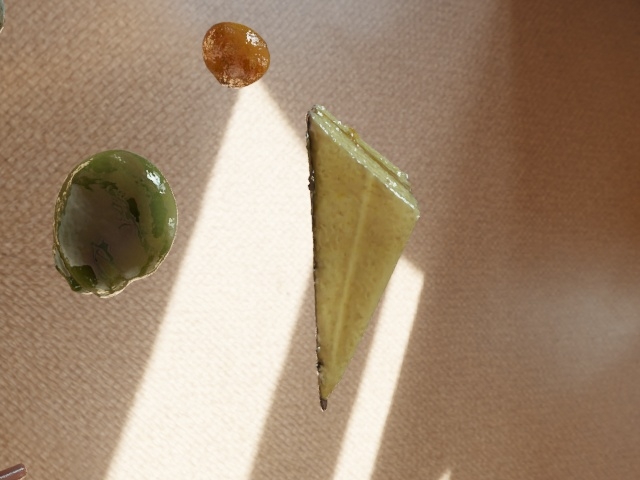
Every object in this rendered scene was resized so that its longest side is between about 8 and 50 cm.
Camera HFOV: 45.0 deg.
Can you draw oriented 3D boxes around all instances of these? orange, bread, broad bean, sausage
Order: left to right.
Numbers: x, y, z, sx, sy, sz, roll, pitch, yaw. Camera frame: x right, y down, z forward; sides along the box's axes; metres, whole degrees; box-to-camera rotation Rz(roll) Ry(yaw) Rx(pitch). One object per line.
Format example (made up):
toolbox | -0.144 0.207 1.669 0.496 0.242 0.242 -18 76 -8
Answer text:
sausage | -0.624 0.458 1.458 0.147 0.035 0.030 -9 56 -51
broad bean | -0.396 -0.029 1.479 0.238 0.119 0.291 16 96 2
orange | -0.162 -0.354 1.482 0.135 0.135 0.118 11 84 -29
bread | 0.000 0.000 1.226 0.242 0.346 0.405 30 92 -3

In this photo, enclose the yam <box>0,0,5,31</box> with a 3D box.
yam | -0.555 -0.409 1.115 0.133 0.330 0.133 -1 63 2
